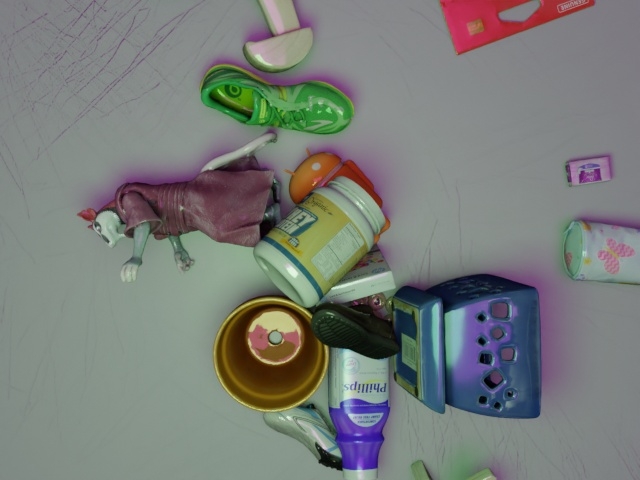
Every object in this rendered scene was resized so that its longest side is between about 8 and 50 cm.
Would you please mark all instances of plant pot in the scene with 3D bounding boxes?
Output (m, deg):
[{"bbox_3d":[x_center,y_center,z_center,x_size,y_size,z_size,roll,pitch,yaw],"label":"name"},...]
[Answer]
[{"bbox_3d":[-0.088,0.195,1.398,0.205,0.188,0.205,0,94,0],"label":"plant pot"},{"bbox_3d":[0.254,0.190,1.364,0.212,0.236,0.235,-2,93,-11],"label":"plant pot"}]

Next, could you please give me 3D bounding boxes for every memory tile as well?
[{"bbox_3d":[0.124,0.161,1.487,0.148,0.012,0.113,11,93,-1],"label":"memory tile"}]

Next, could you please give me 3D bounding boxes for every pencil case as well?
[{"bbox_3d":[0.612,0.025,1.437,0.273,0.113,0.124,3,83,-1],"label":"pencil case"}]

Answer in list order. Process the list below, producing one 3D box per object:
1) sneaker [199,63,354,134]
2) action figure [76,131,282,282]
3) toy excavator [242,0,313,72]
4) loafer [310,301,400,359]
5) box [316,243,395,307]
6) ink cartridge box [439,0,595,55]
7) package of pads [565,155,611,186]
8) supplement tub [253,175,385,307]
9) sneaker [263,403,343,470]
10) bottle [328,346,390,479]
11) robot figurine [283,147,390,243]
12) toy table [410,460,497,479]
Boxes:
[{"bbox_3d":[-0.086,-0.246,1.392,0.296,0.123,0.109,12,125,4],"label":"sneaker"},{"bbox_3d":[-0.255,-0.066,1.350,0.370,0.248,0.275,-1,93,-4],"label":"action figure"},{"bbox_3d":[-0.214,-0.552,1.354,0.445,0.222,0.432,7,95,-10],"label":"toy excavator"},{"bbox_3d":[0.057,0.149,1.321,0.080,0.220,0.078,-26,53,27],"label":"loafer"},{"bbox_3d":[0.053,0.064,1.391,0.145,0.186,0.038,-16,107,1],"label":"box"},{"bbox_3d":[0.358,-0.531,1.422,0.296,0.066,0.261,-20,93,1],"label":"ink cartridge box"},{"bbox_3d":[0.527,-0.136,1.465,0.083,0.032,0.050,-8,92,-1],"label":"package of pads"},{"bbox_3d":[0.000,0.000,1.269,0.144,0.144,0.200,46,75,-3],"label":"supplement tub"},{"bbox_3d":[-0.004,0.379,1.469,0.237,0.085,0.086,39,57,-11],"label":"sneaker"},{"bbox_3d":[0.073,0.307,1.417,0.118,0.092,0.282,2,82,-13],"label":"bottle"},{"bbox_3d":[0.029,-0.077,1.412,0.158,0.128,0.219,-45,93,1],"label":"robot figurine"},{"bbox_3d":[0.250,0.549,1.416,0.274,0.252,0.161,-34,111,-7],"label":"toy table"}]
